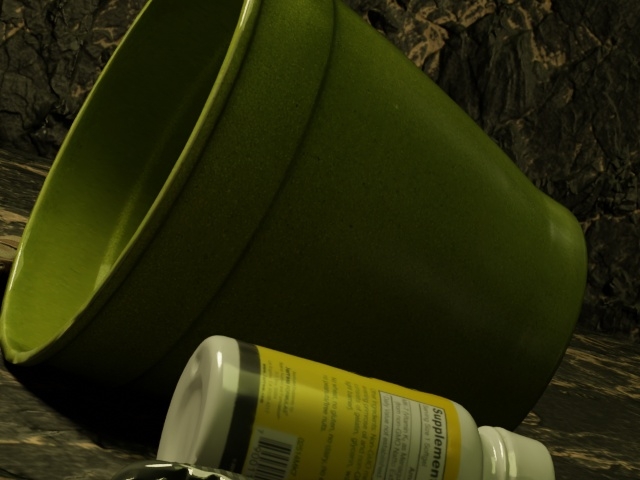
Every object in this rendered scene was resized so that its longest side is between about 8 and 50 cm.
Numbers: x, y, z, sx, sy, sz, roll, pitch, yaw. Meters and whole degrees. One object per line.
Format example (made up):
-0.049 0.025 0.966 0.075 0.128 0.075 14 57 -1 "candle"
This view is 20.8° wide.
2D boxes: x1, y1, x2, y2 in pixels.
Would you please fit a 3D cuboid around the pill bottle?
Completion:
0.018 0.136 0.987 0.208 0.119 0.119 17 5 -14 "pill bottle"

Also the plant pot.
0.000 0.000 1.328 0.353 0.366 0.366 28 1 -20 "plant pot"

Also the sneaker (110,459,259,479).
0.004 0.169 0.854 0.234 0.078 0.106 22 2 1 "sneaker"

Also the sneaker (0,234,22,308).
-0.299 0.030 1.432 0.188 0.066 0.071 12 22 -5 "sneaker"
